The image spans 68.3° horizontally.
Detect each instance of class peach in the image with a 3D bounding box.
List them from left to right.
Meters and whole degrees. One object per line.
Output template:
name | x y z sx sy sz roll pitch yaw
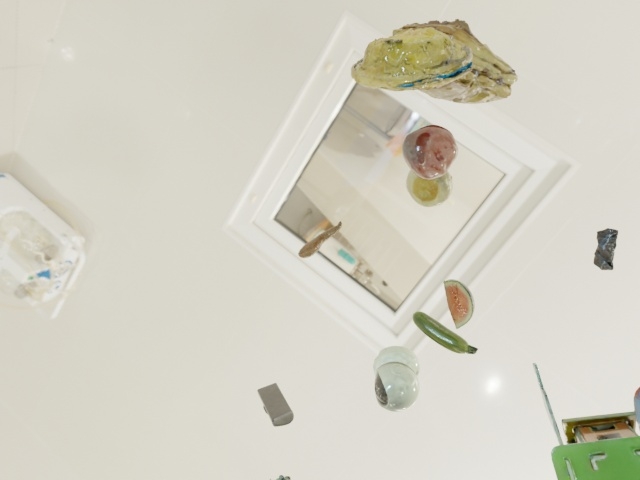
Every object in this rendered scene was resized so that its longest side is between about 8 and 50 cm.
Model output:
peach | 0.292 -0.250 1.298 0.152 0.152 0.152 -50 170 -12

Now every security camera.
security camera | 0.300 0.556 1.850 0.194 0.195 0.236 -58 -170 30

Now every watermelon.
watermelon | 0.465 0.197 1.525 0.087 0.163 0.069 -16 -179 -17

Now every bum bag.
bum bag | 0.824 0.026 1.365 0.034 0.058 0.124 -3 102 -42

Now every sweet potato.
sweet potato | 0.000 0.000 1.734 0.214 0.050 0.050 -39 165 -25

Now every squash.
squash | 0.426 0.332 1.655 0.066 0.252 0.066 -34 142 -32

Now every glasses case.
glasses case | -0.145 0.519 1.497 0.072 0.042 0.191 -10 -165 -19

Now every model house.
model house | 0.628 0.402 0.983 0.300 0.340 0.324 -17 169 18

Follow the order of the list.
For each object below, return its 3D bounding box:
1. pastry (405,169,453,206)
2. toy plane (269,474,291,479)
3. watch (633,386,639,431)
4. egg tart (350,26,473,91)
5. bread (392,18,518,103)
pastry | 0.346 -0.179 1.516 0.092 0.156 0.156 -34 160 -49
toy plane | -0.076 0.560 1.082 0.080 0.083 0.033 38 60 -43
watch | 0.979 0.424 1.182 0.242 0.305 0.274 -17 -159 -11
egg tart | 0.205 -0.422 1.071 0.291 0.291 0.107 -44 135 -39
bread | 0.426 -0.559 1.565 0.370 0.314 0.191 18 96 -39
